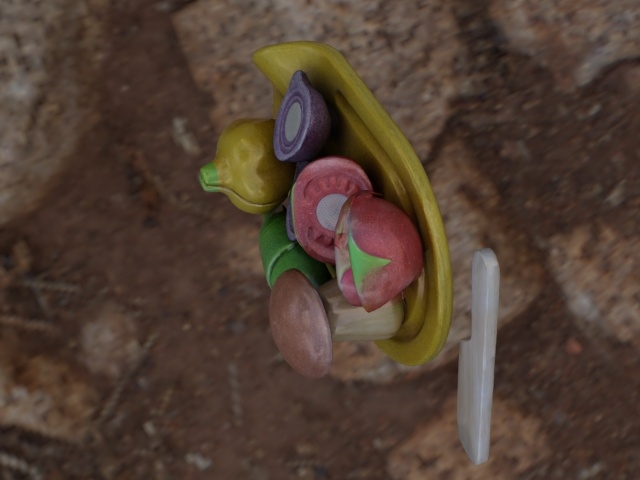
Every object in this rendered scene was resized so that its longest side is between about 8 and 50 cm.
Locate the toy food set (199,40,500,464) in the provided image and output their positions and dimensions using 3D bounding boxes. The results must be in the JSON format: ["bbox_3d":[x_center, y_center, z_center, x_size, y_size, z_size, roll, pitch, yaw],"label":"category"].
[{"bbox_3d":[0.000,0.000,0.892,0.218,0.071,0.128,54,151,41],"label":"toy food set"}]
